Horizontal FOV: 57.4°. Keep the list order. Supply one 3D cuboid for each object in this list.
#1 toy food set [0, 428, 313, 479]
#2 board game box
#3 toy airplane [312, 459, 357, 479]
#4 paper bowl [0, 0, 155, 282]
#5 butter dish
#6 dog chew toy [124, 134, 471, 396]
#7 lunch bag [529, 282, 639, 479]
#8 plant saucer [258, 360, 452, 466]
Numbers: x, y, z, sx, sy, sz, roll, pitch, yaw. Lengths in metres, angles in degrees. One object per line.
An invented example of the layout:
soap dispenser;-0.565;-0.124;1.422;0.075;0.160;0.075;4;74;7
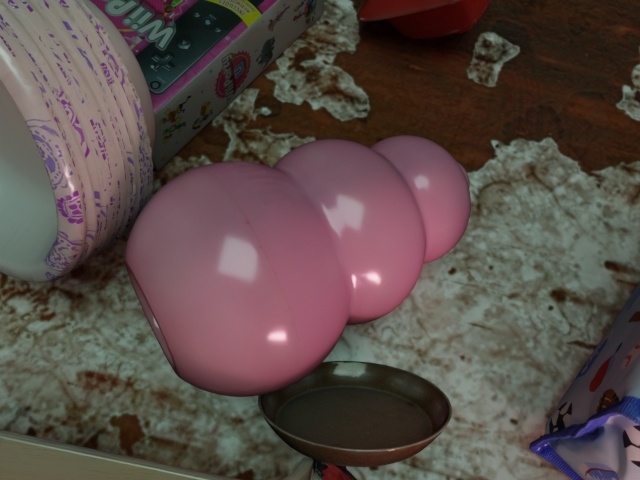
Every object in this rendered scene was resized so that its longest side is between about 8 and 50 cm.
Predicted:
toy food set;-0.174;0.241;0.466;0.307;0.092;0.219;12;102;-2
board game box;-0.172;-0.264;0.673;0.224;0.097;0.303;37;72;9
toy airplane;0.036;0.229;0.503;0.028;0.151;0.151;-42;78;-3
paper bowl;-0.264;-0.115;0.519;0.284;0.284;0.148;38;45;9
butter dish;0.152;-0.302;0.706;0.160;0.118;0.160;7;65;42
dog chew toy;0.000;0.000;0.541;0.332;0.206;0.206;-25;74;-20
lunch bag;0.442;0.172;0.491;0.386;0.239;0.328;37;70;16
plant saucer;0.029;0.151;0.516;0.169;0.168;0.029;0;101;-5
